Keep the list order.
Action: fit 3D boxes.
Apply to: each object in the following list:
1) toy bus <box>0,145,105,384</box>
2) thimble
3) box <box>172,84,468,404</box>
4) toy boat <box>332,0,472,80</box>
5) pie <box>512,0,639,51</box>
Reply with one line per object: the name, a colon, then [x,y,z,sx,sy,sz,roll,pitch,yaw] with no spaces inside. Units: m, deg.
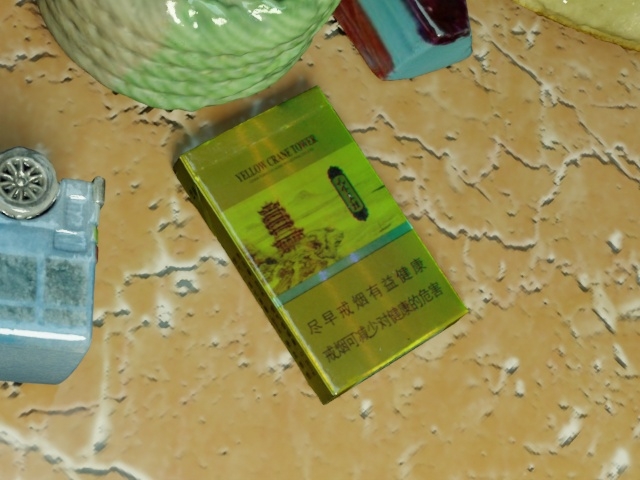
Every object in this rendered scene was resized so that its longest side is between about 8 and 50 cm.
toy bus: [-0.254,0.015,0.877,0.233,0.116,0.134,6,71,-19]
thimble: [-0.090,-0.202,1.000,0.218,0.150,0.219,7,68,-17]
box: [0.000,0.000,1.019,0.121,0.030,0.193,-29,81,-26]
toy boat: [0.012,-0.308,1.126,0.136,0.079,0.392,-18,79,-26]
pie: [0.236,-0.298,1.188,0.315,0.092,0.315,7,66,-15]
